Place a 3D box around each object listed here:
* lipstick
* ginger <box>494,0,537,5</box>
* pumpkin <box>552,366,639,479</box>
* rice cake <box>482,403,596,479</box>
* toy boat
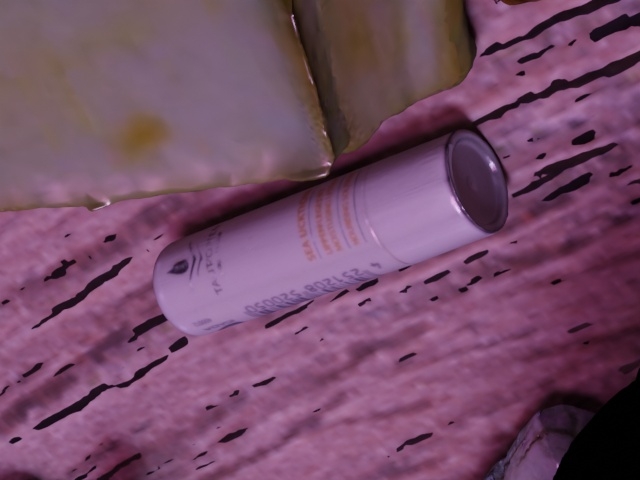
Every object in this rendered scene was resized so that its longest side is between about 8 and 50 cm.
[{"bbox_3d":[0.000,0.000,0.698,0.141,0.040,0.040,-21,117,34],"label":"lipstick"},{"bbox_3d":[0.069,-0.134,0.538,0.103,0.073,0.162,37,132,-9],"label":"ginger"},{"bbox_3d":[0.188,0.153,0.584,0.315,0.315,0.238,20,167,5],"label":"pumpkin"},{"bbox_3d":[0.157,0.141,0.750,0.211,0.038,0.124,27,132,0],"label":"rice cake"},{"bbox_3d":[-0.090,-0.068,0.650,0.276,0.084,0.111,0,129,21],"label":"toy boat"}]
